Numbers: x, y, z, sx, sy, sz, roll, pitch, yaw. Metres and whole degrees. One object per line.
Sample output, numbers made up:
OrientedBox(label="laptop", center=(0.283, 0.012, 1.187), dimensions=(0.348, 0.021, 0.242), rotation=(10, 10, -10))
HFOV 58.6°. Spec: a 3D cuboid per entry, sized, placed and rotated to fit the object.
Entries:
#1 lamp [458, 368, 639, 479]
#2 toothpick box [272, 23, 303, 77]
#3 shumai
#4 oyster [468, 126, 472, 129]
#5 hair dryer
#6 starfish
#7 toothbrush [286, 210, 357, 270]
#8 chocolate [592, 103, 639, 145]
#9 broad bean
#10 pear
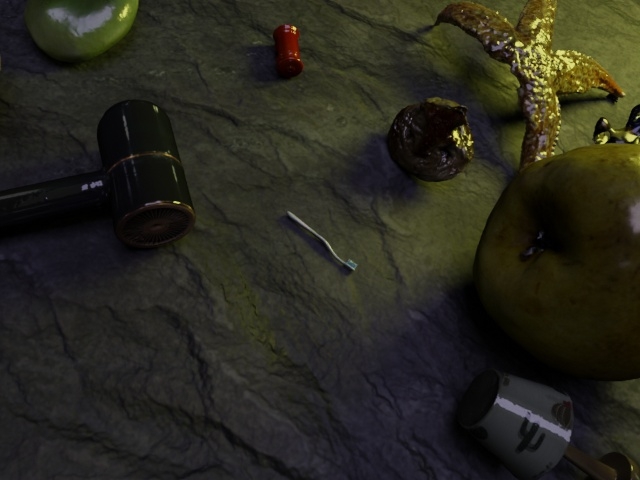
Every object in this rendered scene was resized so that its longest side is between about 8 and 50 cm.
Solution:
OrientedBox(label="lamp", center=(0.279, 0.243, 0.691), dimensions=(0.214, 0.121, 0.121), rotation=(33, 59, -4))
OrientedBox(label="toothpick box", center=(-0.055, -0.320, 0.967), dimensions=(0.047, 0.047, 0.083), rotation=(0, 62, -13))
OrientedBox(label="shumai", center=(0.168, -0.169, 0.896), dimensions=(0.123, 0.105, 0.139), rotation=(-40, 44, -1))
OrientedBox(label="oyster", center=(0.225, -0.167, 0.955), dimensions=(0.051, 0.034, 0.093), rotation=(39, 48, -8))
OrientedBox(label="hair dryer", center=(-0.355, -0.067, 0.737), dimensions=(0.351, 0.107, 0.189), rotation=(-13, 63, -13))
OrientedBox(label="starfish", center=(0.370, -0.305, 1.019), dimensions=(0.383, 0.132, 0.398), rotation=(-29, 75, -30))
OrientedBox(label="toothbrush", center=(0.000, 0.000, 0.822), dimensions=(0.131, 0.011, 0.013), rotation=(39, 73, 10))
OrientedBox(label="chocolate", center=(0.521, -0.152, 0.958), dimensions=(0.343, 0.126, 0.148), rotation=(-36, 88, -28))
OrientedBox(label="broad bean", center=(-0.375, -0.384, 0.904), dimensions=(0.169, 0.100, 0.228), rotation=(1, 63, -4))
OrientedBox(label="pear", center=(0.367, 0.024, 0.742), dimensions=(0.303, 0.304, 0.304), rotation=(5, 60, -10))
